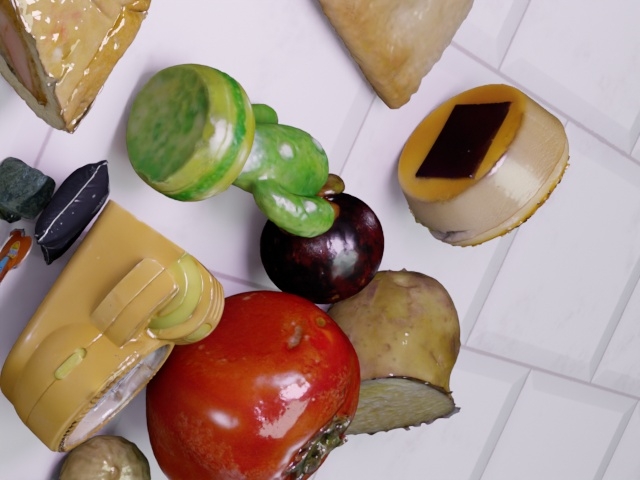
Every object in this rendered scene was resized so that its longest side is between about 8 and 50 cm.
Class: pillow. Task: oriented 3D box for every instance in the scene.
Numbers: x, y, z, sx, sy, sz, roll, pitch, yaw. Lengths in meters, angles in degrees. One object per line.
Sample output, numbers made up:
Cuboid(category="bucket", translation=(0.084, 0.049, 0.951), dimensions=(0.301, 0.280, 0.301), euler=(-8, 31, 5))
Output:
Cuboid(category="pillow", translation=(-0.316, -0.039, 1.618), dimensions=(0.141, 0.055, 0.208), euler=(-57, -175, -12))

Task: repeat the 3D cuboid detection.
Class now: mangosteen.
Cuboid(category="mangosteen", translation=(0.000, 0.000, 1.954), dimensions=(0.210, 0.210, 0.210), euler=(-24, 127, -37))

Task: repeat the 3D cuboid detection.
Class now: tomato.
Cuboid(category="tomato", translation=(-0.101, 0.235, 1.880), dimensions=(0.325, 0.289, 0.293), euler=(-42, 151, -32))

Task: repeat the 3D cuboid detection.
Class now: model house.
Cuboid(category="model house", translation=(-0.378, -0.056, 1.603), dimensions=(0.079, 0.083, 0.066), euler=(-59, 142, -6))

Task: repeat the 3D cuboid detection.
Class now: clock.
Cuboid(category="clock", translation=(-0.288, 0.128, 1.694), dimensions=(0.317, 0.200, 0.244), euler=(-49, 170, -3))

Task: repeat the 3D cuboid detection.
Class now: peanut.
Cuboid(category="peanut", translation=(-0.319, 0.361, 1.874), dimensions=(0.141, 0.109, 0.159), euler=(-55, 147, -33))

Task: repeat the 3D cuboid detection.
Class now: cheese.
Cuboid(category="cheese", translation=(-0.444, 0.094, 1.605), dimensions=(0.037, 0.106, 0.256), euler=(37, 79, -33))

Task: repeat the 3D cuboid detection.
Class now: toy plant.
Cuboid(category="toy plant", translation=(-0.109, -0.123, 1.775), dimensions=(0.184, 0.224, 0.315), euler=(-38, 144, 25))

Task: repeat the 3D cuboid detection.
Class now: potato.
Cuboid(category="potato", translation=(0.099, 0.175, 2.142), dimensions=(0.301, 0.288, 0.237), euler=(53, 27, -61))

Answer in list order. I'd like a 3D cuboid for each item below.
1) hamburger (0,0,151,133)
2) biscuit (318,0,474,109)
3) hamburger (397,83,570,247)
Cuboid(category="hamburger", translation=(-0.310, -0.307, 1.478), dimensions=(0.209, 0.162, 0.330), euler=(-43, 134, -26))
Cuboid(category="biscuit", translation=(0.148, -0.485, 1.914), dimensions=(0.429, 0.104, 0.446), euler=(-53, 140, -11))
Cuboid(category="hamburger", translation=(0.275, -0.122, 2.117), dimensions=(0.300, 0.300, 0.176), euler=(-52, 122, -13))
